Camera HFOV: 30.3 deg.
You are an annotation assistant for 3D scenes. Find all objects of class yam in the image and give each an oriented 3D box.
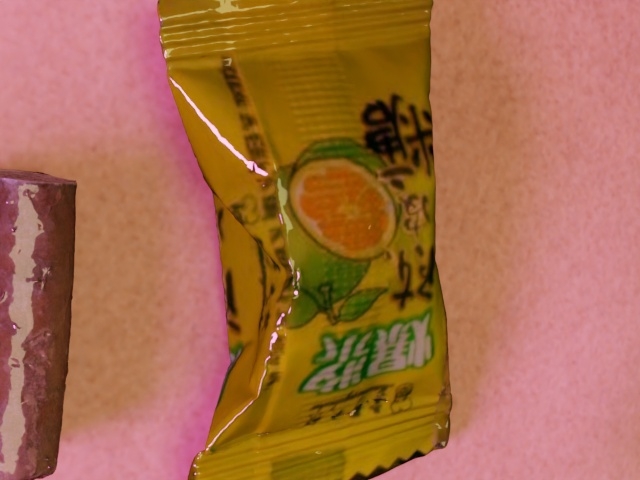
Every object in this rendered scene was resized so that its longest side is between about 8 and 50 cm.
[{"bbox_3d":[-0.127,0.035,0.480,0.054,0.054,0.132,5,87,-29],"label":"yam"}]

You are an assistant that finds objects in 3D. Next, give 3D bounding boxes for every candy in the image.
[{"bbox_3d":[0.000,0.000,0.541,0.149,0.069,0.246,-9,96,-31],"label":"candy"}]
